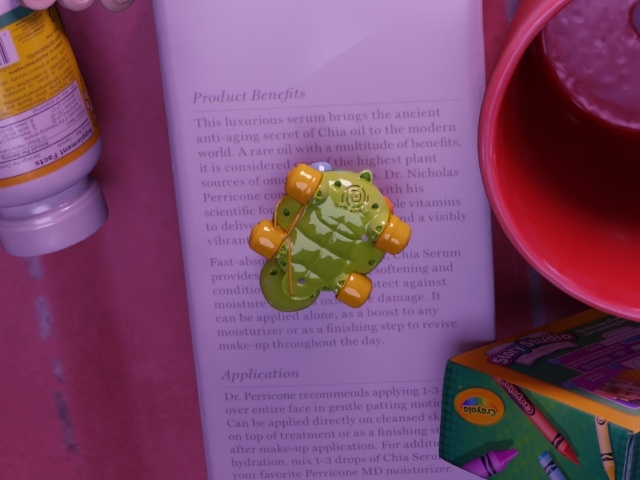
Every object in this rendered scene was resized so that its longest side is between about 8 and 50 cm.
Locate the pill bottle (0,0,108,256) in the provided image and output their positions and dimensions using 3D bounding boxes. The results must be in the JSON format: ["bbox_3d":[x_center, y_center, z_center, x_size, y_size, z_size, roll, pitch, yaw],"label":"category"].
[{"bbox_3d":[-0.231,-0.098,1.497,0.117,0.117,0.208,-13,114,9],"label":"pill bottle"}]

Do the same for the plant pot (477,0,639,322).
[{"bbox_3d":[0.242,-0.114,1.363,0.274,0.243,0.275,1,117,2],"label":"plant pot"}]

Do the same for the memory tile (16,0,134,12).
[{"bbox_3d":[-0.167,-0.237,1.429,0.113,0.012,0.148,-3,107,-43],"label":"memory tile"}]

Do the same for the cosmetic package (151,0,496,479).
[{"bbox_3d":[0.014,-0.031,1.492,0.230,0.161,0.453,-2,116,4],"label":"cosmetic package"}]

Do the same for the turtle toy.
[{"bbox_3d":[0.000,0.000,1.381,0.095,0.066,0.130,31,114,-9],"label":"turtle toy"}]

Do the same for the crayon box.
[{"bbox_3d":[0.238,0.114,1.461,0.165,0.278,0.081,19,114,41],"label":"crayon box"}]
